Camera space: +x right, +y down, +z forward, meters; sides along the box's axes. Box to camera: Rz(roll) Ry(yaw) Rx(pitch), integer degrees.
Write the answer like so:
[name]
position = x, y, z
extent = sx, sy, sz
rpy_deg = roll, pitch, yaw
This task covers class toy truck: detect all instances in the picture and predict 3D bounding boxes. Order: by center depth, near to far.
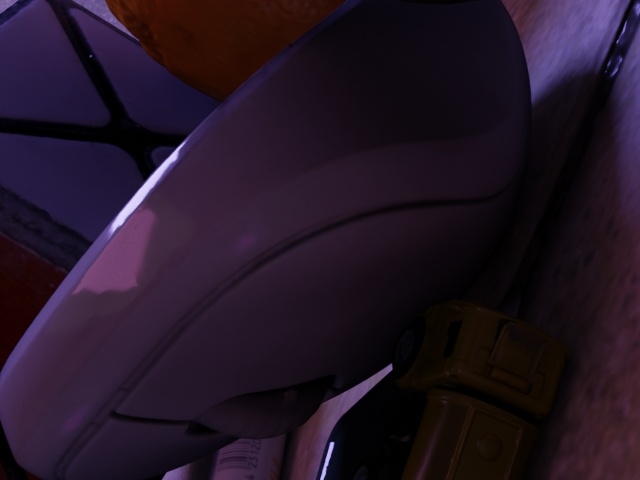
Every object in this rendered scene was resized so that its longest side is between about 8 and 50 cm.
[toy truck]
position = 0.048, 0.061, 0.431
extent = 0.083, 0.049, 0.054
rpy_deg = -69, 14, -15

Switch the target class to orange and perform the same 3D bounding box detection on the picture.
[orange]
position = -0.024, -0.214, 0.821
extent = 0.261, 0.261, 0.261
rpy_deg = -59, 13, 24

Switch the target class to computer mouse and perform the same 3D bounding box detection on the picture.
[computer mouse]
position = 0.000, 0.000, 0.510
extent = 0.184, 0.121, 0.297
rpy_deg = -45, 5, 32

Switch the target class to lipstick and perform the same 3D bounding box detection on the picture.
[lipstick]
position = -0.040, 0.122, 0.703
extent = 0.040, 0.040, 0.141
rpy_deg = -56, 16, 36

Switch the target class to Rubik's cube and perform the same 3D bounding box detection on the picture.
[Rubik's cube]
position = -0.168, 0.024, 0.846
extent = 0.259, 0.255, 0.260
rpy_deg = -55, 5, 35

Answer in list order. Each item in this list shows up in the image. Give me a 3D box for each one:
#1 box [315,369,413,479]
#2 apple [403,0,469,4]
[box]
position = 0.019, 0.110, 0.495
extent = 0.091, 0.031, 0.126
rpy_deg = -50, 18, 51
[apple]
position = 0.071, -0.259, 0.439
extent = 0.312, 0.320, 0.360
rpy_deg = 56, 138, 30
